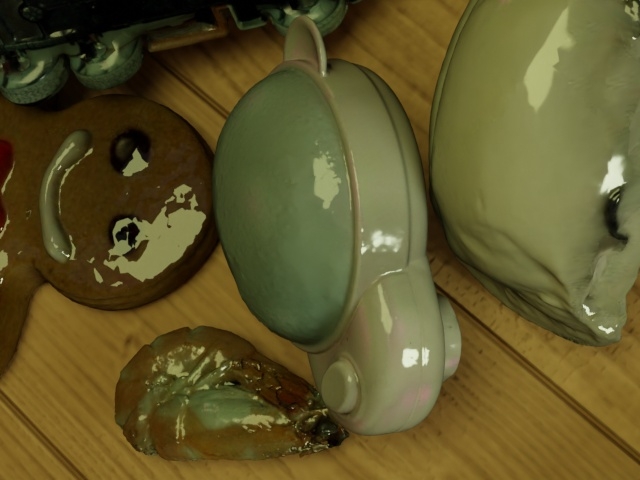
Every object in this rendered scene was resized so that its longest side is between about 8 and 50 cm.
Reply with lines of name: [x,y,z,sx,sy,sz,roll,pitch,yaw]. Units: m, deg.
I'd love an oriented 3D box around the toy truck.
toy truck: [-0.106,-0.223,1.057,0.338,0.133,0.184,-11,52,11]

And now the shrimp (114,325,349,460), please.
shrimp: [-0.052,0.103,1.008,0.184,0.043,0.091,8,74,23]

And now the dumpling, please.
dumpling: [0.136,-0.085,0.929,0.243,0.175,0.227,-60,25,1]

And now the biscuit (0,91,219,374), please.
biscuit: [-0.273,-0.033,1.117,0.432,0.064,0.283,2,75,21]

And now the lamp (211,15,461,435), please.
lamp: [-0.002,0.001,0.946,0.108,0.179,0.246,-13,74,-21]
